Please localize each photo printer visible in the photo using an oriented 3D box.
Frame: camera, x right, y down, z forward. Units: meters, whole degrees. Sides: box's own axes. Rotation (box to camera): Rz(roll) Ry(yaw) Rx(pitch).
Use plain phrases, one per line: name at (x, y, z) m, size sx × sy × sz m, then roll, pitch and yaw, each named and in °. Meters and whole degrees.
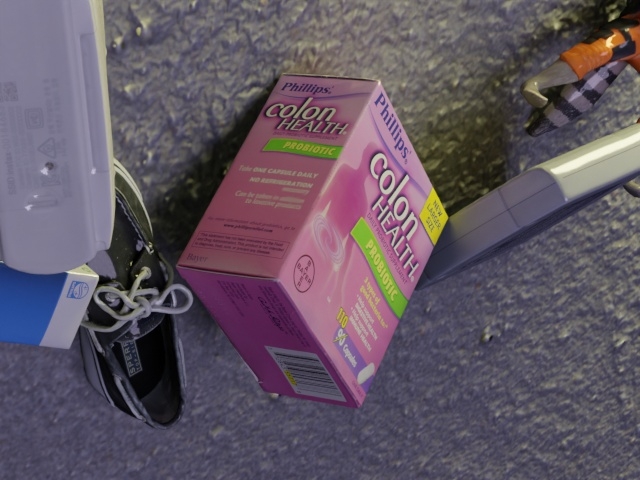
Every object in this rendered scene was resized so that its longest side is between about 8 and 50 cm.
photo printer at (-0.217, -0.162, 1.266) m, size 0.107 × 0.307 × 0.256 m, roll -5°, pitch 125°, yaw -6°

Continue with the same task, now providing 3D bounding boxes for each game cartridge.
game cartridge at (0.214, -0.032, 1.781) m, size 0.196 × 0.060 × 0.294 m, roll -27°, pitch 175°, yaw -35°

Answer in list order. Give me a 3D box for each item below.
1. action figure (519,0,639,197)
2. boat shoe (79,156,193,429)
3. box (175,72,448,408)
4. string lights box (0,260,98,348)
action figure at (0.330, -0.265, 1.838) m, size 0.341 × 0.178 × 0.330 m, roll 36°, pitch 83°, yaw -18°
boat shoe at (-0.185, 0.053, 1.564) m, size 0.113 × 0.105 × 0.306 m, roll -26°, pitch 131°, yaw -28°
box at (0.000, 0.000, 1.626) m, size 0.243 × 0.117 × 0.213 m, roll -64°, pitch 143°, yaw -29°
string lights box at (-0.330, 0.016, 1.389) m, size 0.259 × 0.133 × 0.077 m, roll 10°, pitch 109°, yaw -45°
